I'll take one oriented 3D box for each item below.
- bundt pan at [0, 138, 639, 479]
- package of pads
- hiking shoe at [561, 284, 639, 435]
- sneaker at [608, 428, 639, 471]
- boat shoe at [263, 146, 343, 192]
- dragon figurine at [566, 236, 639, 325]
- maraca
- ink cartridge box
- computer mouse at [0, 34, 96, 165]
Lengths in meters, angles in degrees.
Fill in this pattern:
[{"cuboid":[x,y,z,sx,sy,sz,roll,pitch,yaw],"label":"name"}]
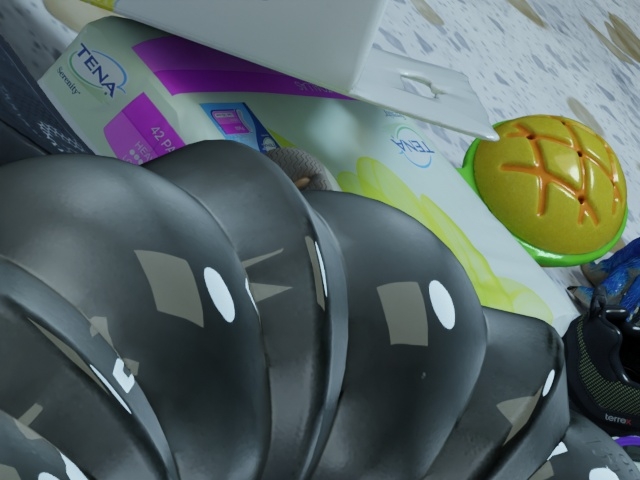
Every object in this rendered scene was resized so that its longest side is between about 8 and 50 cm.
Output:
[{"cuboid":[-0.025,0.118,0.458,0.330,0.124,0.331,16,62,-32],"label":"bundt pan"},{"cuboid":[0.000,0.000,0.957,0.229,0.101,0.296,51,22,15],"label":"package of pads"},{"cuboid":[0.242,0.114,1.139,0.226,0.114,0.086,27,49,-8],"label":"hiking shoe"},{"cuboid":[0.265,0.215,1.071,0.293,0.102,0.146,46,20,-1],"label":"sneaker"},{"cuboid":[0.005,0.114,0.725,0.116,0.123,0.324,35,38,-49],"label":"boat shoe"},{"cuboid":[0.273,0.013,1.401,0.085,0.144,0.289,45,20,-1],"label":"dragon figurine"},{"cuboid":[0.152,-0.030,1.328,0.185,0.099,0.127,-25,68,-41],"label":"maraca"},{"cuboid":[-0.063,-0.174,0.915,0.353,0.119,0.207,19,13,-6],"label":"ink cartridge box"},{"cuboid":[-0.121,0.001,0.654,0.272,0.188,0.072,40,21,13],"label":"computer mouse"}]
